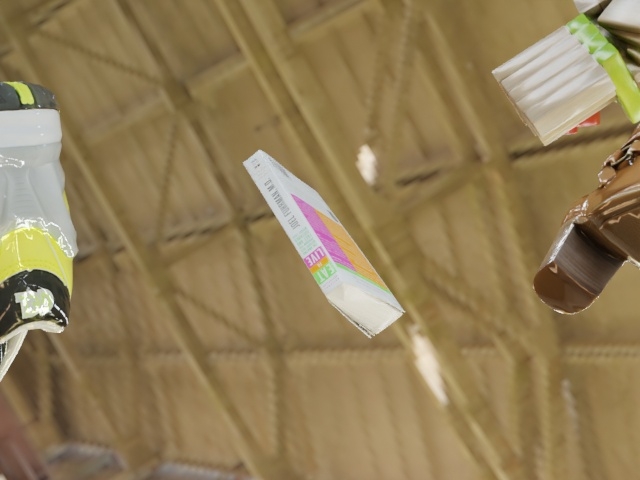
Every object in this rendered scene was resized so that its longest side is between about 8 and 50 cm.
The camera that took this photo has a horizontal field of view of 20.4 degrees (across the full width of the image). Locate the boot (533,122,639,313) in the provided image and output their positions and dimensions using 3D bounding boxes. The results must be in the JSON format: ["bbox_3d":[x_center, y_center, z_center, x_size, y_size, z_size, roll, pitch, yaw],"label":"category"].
[{"bbox_3d":[0.227,-0.041,1.187,0.073,0.152,0.197,44,-32,-11],"label":"boot"}]

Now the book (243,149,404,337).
[{"bbox_3d":[0.000,0.000,1.402,0.096,0.035,0.144,37,17,-55],"label":"book"}]

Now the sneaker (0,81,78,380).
[{"bbox_3d":[-0.264,0.038,1.081,0.385,0.145,0.147,-36,-116,55],"label":"sneaker"}]

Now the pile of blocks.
[{"bbox_3d":[0.324,-0.208,1.711,0.149,0.362,0.112,25,-22,50],"label":"pile of blocks"}]
